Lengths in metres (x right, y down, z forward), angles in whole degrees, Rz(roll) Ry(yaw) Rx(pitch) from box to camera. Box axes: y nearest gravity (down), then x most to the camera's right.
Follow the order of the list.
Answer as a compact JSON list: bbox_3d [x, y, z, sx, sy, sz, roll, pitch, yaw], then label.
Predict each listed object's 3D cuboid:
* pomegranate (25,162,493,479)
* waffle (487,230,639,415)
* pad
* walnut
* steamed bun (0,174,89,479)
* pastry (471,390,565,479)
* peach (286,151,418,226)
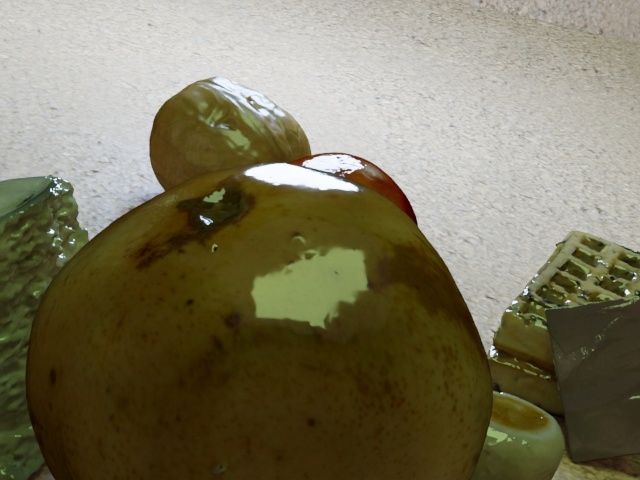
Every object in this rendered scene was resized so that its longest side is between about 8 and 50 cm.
[{"bbox_3d":[-0.052,0.137,1.577,0.416,0.417,0.417,14,22,-6],"label":"pomegranate"},{"bbox_3d":[0.374,0.123,2.222,0.261,0.114,0.376,24,23,13],"label":"waffle"},{"bbox_3d":[0.328,0.157,2.028,0.113,0.006,0.188,-8,67,3],"label":"pad"},{"bbox_3d":[-0.121,-0.116,2.364,0.225,0.193,0.193,29,25,22],"label":"walnut"},{"bbox_3d":[-0.338,0.053,1.701,0.273,0.272,0.290,24,20,21],"label":"steamed bun"},{"bbox_3d":[0.183,0.217,1.892,0.156,0.092,0.156,16,23,-7],"label":"pastry"},{"bbox_3d":[0.000,0.000,2.140,0.243,0.200,0.243,0,27,0],"label":"peach"}]
